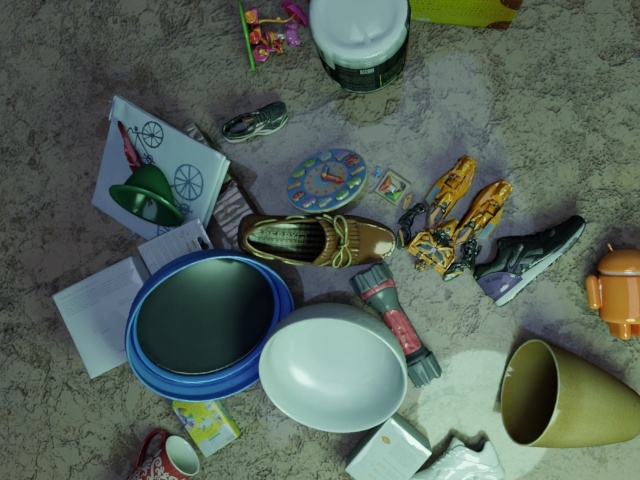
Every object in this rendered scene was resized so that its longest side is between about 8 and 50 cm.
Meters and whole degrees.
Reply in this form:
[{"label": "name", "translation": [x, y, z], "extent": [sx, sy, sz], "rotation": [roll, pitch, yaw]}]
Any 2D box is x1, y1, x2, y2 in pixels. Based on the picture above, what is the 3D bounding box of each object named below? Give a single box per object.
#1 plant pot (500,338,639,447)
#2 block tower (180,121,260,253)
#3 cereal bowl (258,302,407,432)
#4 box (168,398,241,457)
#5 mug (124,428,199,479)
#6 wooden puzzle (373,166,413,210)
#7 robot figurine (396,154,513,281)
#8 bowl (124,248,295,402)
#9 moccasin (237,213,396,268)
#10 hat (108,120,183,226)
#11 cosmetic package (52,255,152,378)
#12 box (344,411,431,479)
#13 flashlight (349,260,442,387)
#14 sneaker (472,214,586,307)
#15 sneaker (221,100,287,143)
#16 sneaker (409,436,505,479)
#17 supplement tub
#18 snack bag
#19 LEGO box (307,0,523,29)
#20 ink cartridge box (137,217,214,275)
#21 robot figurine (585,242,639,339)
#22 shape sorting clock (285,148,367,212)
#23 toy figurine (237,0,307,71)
[{"label": "plant pot", "translation": [0.578, 0.368, 1.346], "extent": [0.255, 0.237, 0.237], "rotation": [16, 91, -9]}, {"label": "block tower", "translation": [-0.246, -0.125, 1.483], "extent": [0.091, 0.097, 0.335], "rotation": [-33, 88, 5]}, {"label": "cereal bowl", "translation": [0.035, 0.280, 1.399], "extent": [0.339, 0.141, 0.338], "rotation": [4, 118, 8]}, {"label": "box", "translation": [-0.294, 0.443, 1.510], "extent": [0.105, 0.043, 0.179], "rotation": [-34, 89, 5]}, {"label": "mug", "translation": [-0.406, 0.575, 1.504], "extent": [0.169, 0.150, 0.113], "rotation": [-42, 122, 8]}, {"label": "wooden puzzle", "translation": [0.179, -0.129, 1.477], "extent": [0.116, 0.014, 0.078], "rotation": [28, 92, 6]}, {"label": "robot figurine", "translation": [0.314, -0.047, 1.427], "extent": [0.211, 0.085, 0.291], "rotation": [34, 93, 6]}, {"label": "bowl", "translation": [-0.253, 0.195, 1.384], "extent": [0.392, 0.077, 0.390], "rotation": [-12, 120, -21]}, {"label": "moccasin", "translation": [0.001, -0.003, 1.391], "extent": [0.381, 0.147, 0.139], "rotation": [9, 98, -18]}, {"label": "hat", "translation": [-0.387, -0.160, 1.413], "extent": [0.173, 0.208, 0.183], "rotation": [-2, 59, 37]}, {"label": "cosmetic package", "translation": [-0.492, 0.182, 1.482], "extent": [0.224, 0.138, 0.224], "rotation": [-25, 89, 5]}, {"label": "box", "translation": [0.162, 0.515, 1.437], "extent": [0.130, 0.091, 0.170], "rotation": [41, 94, 5]}, {"label": "flashlight", "translation": [0.183, 0.201, 1.426], "extent": [0.103, 0.103, 0.303], "rotation": [-24, 81, -29]}, {"label": "sneaker", "translation": [0.485, 0.020, 1.403], "extent": [0.283, 0.107, 0.124], "rotation": [-43, 80, 4]}, {"label": "sneaker", "translation": [-0.163, -0.291, 1.481], "extent": [0.178, 0.077, 0.071], "rotation": [-27, 88, 4]}, {"label": "sneaker", "translation": [0.314, 0.533, 1.433], "extent": [0.232, 0.090, 0.115], "rotation": [-13, 82, -3]}, {"label": "supplement tub", "translation": [0.092, -0.448, 1.324], "extent": [0.207, 0.338, 0.206], "rotation": [0, 89, 6]}, {"label": "snack bag", "translation": [-0.406, -0.140, 1.465], "extent": [0.343, 0.037, 0.322], "rotation": [30, 117, 13]}, {"label": "LEGO box", "translation": [0.229, -0.724, 1.384], "extent": [0.501, 0.193, 0.372], "rotation": [7, 91, 6]}, {"label": "ink cartridge box", "translation": [-0.336, 0.040, 1.458], "extent": [0.179, 0.045, 0.145], "rotation": [-24, 96, 11]}, {"label": "robot figurine", "translation": [0.704, 0.113, 1.367], "extent": [0.158, 0.128, 0.219], "rotation": [-3, 90, 41]}, {"label": "shape sorting clock", "translation": [0.012, -0.147, 1.428], "extent": [0.206, 0.040, 0.206], "rotation": [-10, 46, 11]}, {"label": "toy figurine", "translation": [-0.109, -0.516, 1.470], "extent": [0.159, 0.130, 0.173], "rotation": [-11, 111, -4]}]
